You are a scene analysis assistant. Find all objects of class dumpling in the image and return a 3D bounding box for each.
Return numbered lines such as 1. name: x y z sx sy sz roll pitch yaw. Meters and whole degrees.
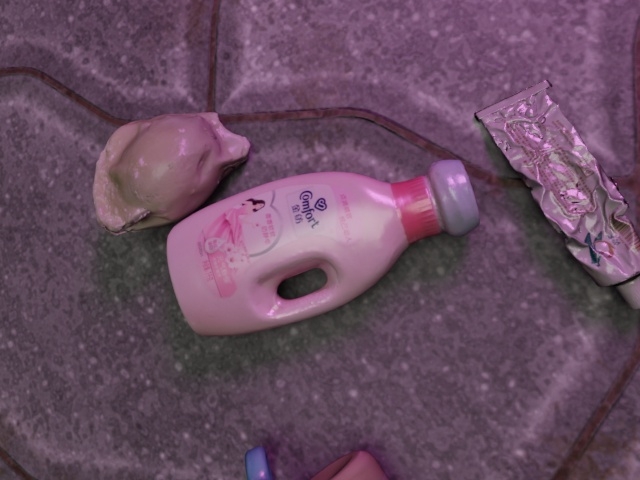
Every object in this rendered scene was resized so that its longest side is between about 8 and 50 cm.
1. dumpling: -0.186 -0.092 0.590 0.199 0.118 0.136 -30 67 -17

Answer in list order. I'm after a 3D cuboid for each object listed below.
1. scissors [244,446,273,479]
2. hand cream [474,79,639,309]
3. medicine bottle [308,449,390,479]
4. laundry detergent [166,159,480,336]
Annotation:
1. scissors: -0.016 0.440 0.495 0.029 0.192 0.447 -13 95 -9
2. hand cream: 0.255 -0.047 0.501 0.084 0.050 0.257 -28 76 14
3. medicine bottle: 0.072 0.344 0.481 0.114 0.114 0.252 -36 78 9
4. laundry detergent: 0.000 0.000 0.541 0.335 0.088 0.159 -17 86 13
